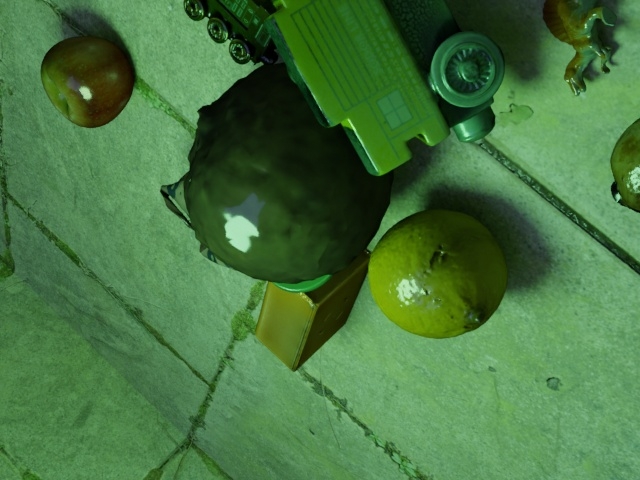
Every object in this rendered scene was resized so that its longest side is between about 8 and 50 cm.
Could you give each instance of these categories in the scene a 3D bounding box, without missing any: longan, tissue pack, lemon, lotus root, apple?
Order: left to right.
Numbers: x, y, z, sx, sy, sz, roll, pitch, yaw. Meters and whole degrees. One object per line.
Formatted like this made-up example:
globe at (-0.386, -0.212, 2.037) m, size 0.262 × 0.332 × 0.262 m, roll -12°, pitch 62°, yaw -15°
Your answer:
apple at (-0.530, -0.368, 1.763) m, size 0.235 × 0.173 × 0.210 m, roll 23°, pitch 142°, yaw 44°
longan at (-0.064, -0.107, 1.343) m, size 0.391 × 0.391 × 0.391 m, roll 27°, pitch 139°, yaw 26°
tissue pack at (-0.025, 0.124, 1.674) m, size 0.145 × 0.194 × 0.274 m, roll 36°, pitch 142°, yaw 16°
lemon at (0.198, 0.059, 1.360) m, size 0.253 × 0.228 × 0.228 m, roll 0°, pitch 123°, yaw 47°
lotus root at (0.469, -0.119, 1.007) m, size 0.138 × 0.138 × 0.214 m, roll 39°, pitch 132°, yaw 12°

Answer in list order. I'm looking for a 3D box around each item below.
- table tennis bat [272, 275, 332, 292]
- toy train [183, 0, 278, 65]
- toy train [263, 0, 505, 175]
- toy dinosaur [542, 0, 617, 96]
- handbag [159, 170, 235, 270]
table tennis bat at (0.000, 0.000, 1.520) m, size 0.160 × 0.257 × 0.039 m, roll 59°, pitch -175°, yaw 23°
toy train at (-0.150, -0.421, 1.393) m, size 0.225 × 0.090 × 0.137 m, roll 45°, pitch 137°, yaw 5°
toy train at (0.072, -0.304, 1.088) m, size 0.442 × 0.272 × 0.179 m, roll 59°, pitch -175°, yaw -15°
toy dinosaur at (0.340, -0.309, 1.032) m, size 0.212 × 0.057 × 0.142 m, roll 63°, pitch 162°, yaw -2°
handbag at (-0.225, -0.070, 1.720) m, size 0.193 × 0.190 × 0.251 m, roll 12°, pitch 136°, yaw 53°
